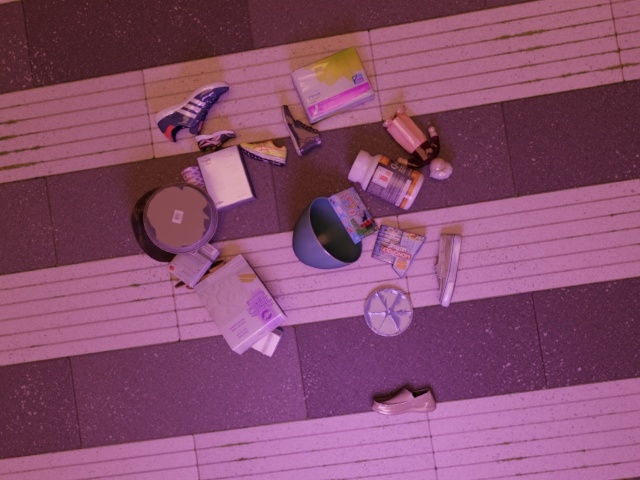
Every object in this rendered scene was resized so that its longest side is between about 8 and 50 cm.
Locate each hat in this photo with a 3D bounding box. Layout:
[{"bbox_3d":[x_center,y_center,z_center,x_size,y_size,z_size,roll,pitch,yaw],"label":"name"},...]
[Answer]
[{"bbox_3d":[-0.666,-0.072,1.949,0.331,0.134,0.331,0,88,3],"label":"hat"}]

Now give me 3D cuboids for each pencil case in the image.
[{"bbox_3d":[-0.524,-0.215,1.965,0.088,0.086,0.206,-27,81,39],"label":"pencil case"}]

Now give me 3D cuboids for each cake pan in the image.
[{"bbox_3d":[-0.564,-0.093,1.865,0.293,0.054,0.293,0,87,-8],"label":"cake pan"}]

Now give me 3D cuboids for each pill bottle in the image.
[{"bbox_3d":[0.263,-0.250,1.883,0.278,0.162,0.162,26,91,3],"label":"pill bottle"}]

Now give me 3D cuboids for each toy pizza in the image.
[{"bbox_3d":[0.282,0.297,1.935,0.201,0.032,0.201,0,88,3],"label":"toy pizza"}]

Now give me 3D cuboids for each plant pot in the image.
[{"bbox_3d":[0.000,0.000,1.861,0.195,0.290,0.290,-34,87,37],"label":"plant pot"}]

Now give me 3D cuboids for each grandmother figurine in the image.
[{"bbox_3d":[0.404,-0.381,1.910,0.208,0.104,0.342,-44,84,10],"label":"grandmother figurine"}]

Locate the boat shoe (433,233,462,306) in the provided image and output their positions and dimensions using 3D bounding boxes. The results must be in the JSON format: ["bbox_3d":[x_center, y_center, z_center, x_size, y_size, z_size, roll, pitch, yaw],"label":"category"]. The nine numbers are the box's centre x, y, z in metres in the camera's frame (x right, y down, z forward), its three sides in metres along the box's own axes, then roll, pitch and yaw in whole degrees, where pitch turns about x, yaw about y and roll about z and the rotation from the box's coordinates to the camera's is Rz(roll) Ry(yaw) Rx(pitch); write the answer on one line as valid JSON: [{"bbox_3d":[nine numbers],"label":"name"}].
[{"bbox_3d":[0.513,0.118,1.901,0.094,0.109,0.302,9,80,19],"label":"boat shoe"}]

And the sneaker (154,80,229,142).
[{"bbox_3d":[-0.517,-0.535,1.961,0.350,0.131,0.148,-28,94,8],"label":"sneaker"}]

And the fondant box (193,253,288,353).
[{"bbox_3d":[-0.322,0.250,1.867,0.238,0.096,0.330,-37,65,-7],"label":"fondant box"}]

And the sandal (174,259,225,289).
[{"bbox_3d":[-0.494,0.173,1.960,0.240,0.088,0.079,-28,109,6],"label":"sandal"}]

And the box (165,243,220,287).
[{"bbox_3d":[-0.527,0.082,1.922,0.145,0.038,0.186,30,76,21],"label":"box"}]

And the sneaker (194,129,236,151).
[{"bbox_3d":[-0.442,-0.423,1.983,0.178,0.072,0.077,-9,100,11],"label":"sneaker"}]

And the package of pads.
[{"bbox_3d":[0.048,-0.647,1.933,0.296,0.101,0.229,-23,88,2],"label":"package of pads"}]

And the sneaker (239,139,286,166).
[{"bbox_3d":[-0.238,-0.385,1.963,0.208,0.081,0.094,18,83,-3],"label":"sneaker"}]

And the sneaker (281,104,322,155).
[{"bbox_3d":[-0.079,-0.477,1.947,0.118,0.083,0.222,-22,98,6],"label":"sneaker"}]

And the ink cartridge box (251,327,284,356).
[{"bbox_3d":[-0.216,0.407,1.906,0.090,0.143,0.092,24,90,4],"label":"ink cartridge box"}]

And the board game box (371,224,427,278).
[{"bbox_3d":[0.317,0.052,1.924,0.194,0.060,0.194,16,89,4],"label":"board game box"}]

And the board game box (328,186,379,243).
[{"bbox_3d":[0.137,-0.106,1.894,0.039,0.160,0.211,-35,86,40],"label":"board game box"}]

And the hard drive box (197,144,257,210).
[{"bbox_3d":[-0.392,-0.258,1.957,0.181,0.089,0.232,-17,87,3],"label":"hard drive box"}]

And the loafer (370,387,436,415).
[{"bbox_3d":[0.337,0.651,1.896,0.269,0.102,0.092,-2,87,-6],"label":"loafer"}]
